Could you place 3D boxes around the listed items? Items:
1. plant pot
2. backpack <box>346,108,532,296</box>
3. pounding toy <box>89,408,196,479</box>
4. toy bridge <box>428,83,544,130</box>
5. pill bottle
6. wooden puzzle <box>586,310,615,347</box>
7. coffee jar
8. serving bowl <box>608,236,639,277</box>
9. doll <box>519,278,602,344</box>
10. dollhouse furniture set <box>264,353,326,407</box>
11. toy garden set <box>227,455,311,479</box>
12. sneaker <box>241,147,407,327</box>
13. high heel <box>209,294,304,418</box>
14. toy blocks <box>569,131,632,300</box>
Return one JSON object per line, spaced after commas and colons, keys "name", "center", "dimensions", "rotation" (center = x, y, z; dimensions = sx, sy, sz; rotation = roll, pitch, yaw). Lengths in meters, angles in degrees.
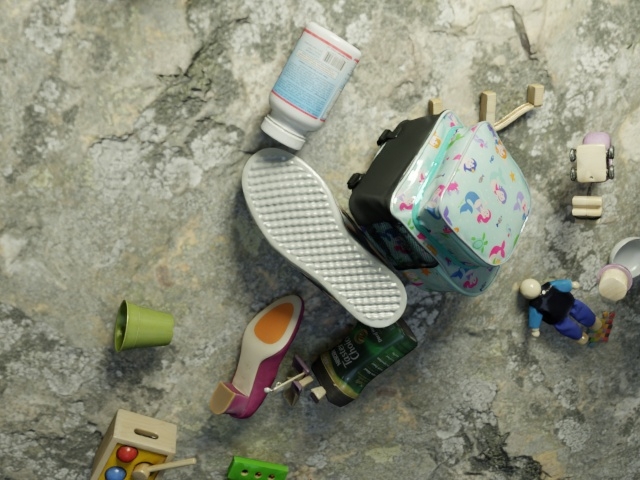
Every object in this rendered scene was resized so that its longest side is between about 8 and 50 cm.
{"name": "plant pot", "center": [-0.278, 0.139, 0.922], "dimensions": [0.079, 0.083, 0.083], "rotation": [9, 112, -28]}
{"name": "backpack", "center": [0.194, -0.043, 0.862], "dimensions": [0.253, 0.191, 0.225], "rotation": [50, 61, -33]}
{"name": "pounding toy", "center": [-0.305, 0.376, 1.003], "dimensions": [0.141, 0.100, 0.130], "rotation": [24, 107, -20]}
{"name": "toy bridge", "center": [0.262, -0.202, 0.907], "dimensions": [0.188, 0.026, 0.063], "rotation": [-9, 118, -8]}
{"name": "pill bottle", "center": [-0.018, -0.212, 0.810], "dimensions": [0.087, 0.087, 0.160], "rotation": [26, 106, -21]}
{"name": "wooden puzzle", "center": [0.552, 0.177, 1.147], "dimensions": [0.049, 0.006, 0.083], "rotation": [1, 113, -12]}
{"name": "coffee jar", "center": [0.072, 0.199, 1.004], "dimensions": [0.184, 0.096, 0.079], "rotation": [-43, 134, 8]}
{"name": "serving bowl", "center": [0.570, 0.028, 1.073], "dimensions": [0.083, 0.027, 0.084], "rotation": [-4, 115, -10]}
{"name": "doll", "center": [0.439, 0.130, 1.081], "dimensions": [0.189, 0.046, 0.129], "rotation": [35, 102, -23]}
{"name": "dollhouse furniture set", "center": [-0.055, 0.277, 0.999], "dimensions": [0.081, 0.091, 0.114], "rotation": [-23, 145, -32]}
{"name": "toy garden set", "center": [-0.114, 0.531, 1.143], "dimensions": [0.203, 0.049, 0.244], "rotation": [18, 108, -17]}
{"name": "sneaker", "center": [0.000, 0.000, 0.899], "dimensions": [0.126, 0.127, 0.321], "rotation": [-39, 91, 1]}
{"name": "high heel", "center": [-0.088, 0.205, 1.004], "dimensions": [0.244, 0.082, 0.117], "rotation": [-60, 150, -1]}
{"name": "toy blocks", "center": [0.601, -0.054, 0.964], "dimensions": [0.308, 0.260, 0.289], "rotation": [2, 109, 31]}
